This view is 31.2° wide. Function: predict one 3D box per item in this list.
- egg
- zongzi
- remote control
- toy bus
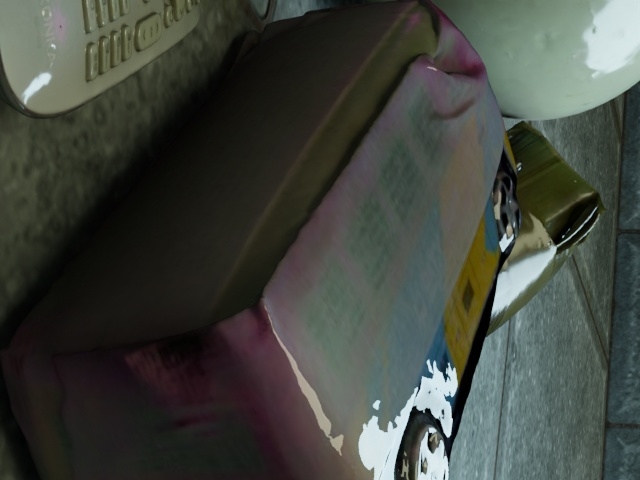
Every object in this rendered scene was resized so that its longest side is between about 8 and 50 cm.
[{"bbox_3d":[0.159,-0.237,0.856,0.345,0.283,0.283,77,24,-48],"label":"egg"},{"bbox_3d":[0.064,0.053,0.911,0.260,0.123,0.289,-31,167,-36],"label":"zongzi"},{"bbox_3d":[-0.099,-0.112,0.518,0.229,0.044,0.073,-63,151,-64],"label":"remote control"},{"bbox_3d":[0.000,0.000,0.603,0.386,0.171,0.162,-62,142,-52],"label":"toy bus"}]
